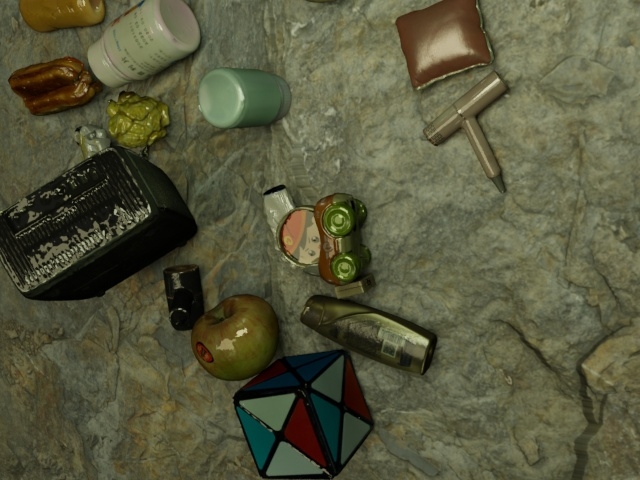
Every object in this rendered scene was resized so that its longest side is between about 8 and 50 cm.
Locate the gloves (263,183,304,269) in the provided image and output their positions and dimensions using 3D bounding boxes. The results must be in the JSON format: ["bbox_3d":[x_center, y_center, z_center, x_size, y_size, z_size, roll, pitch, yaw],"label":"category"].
[{"bbox_3d":[-0.080,-0.033,1.459,0.119,0.097,0.229,-14,91,34],"label":"gloves"}]

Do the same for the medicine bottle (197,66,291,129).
[{"bbox_3d":[-0.177,-0.343,1.356,0.139,0.225,0.139,8,107,27],"label":"medicine bottle"}]

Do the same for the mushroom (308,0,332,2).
[{"bbox_3d":[0.014,-0.642,1.177,0.234,0.254,0.260,5,147,35],"label":"mushroom"}]

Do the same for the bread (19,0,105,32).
[{"bbox_3d":[-0.774,-0.701,1.667,0.305,0.091,0.142,5,110,28],"label":"bread"}]

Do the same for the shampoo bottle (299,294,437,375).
[{"bbox_3d":[0.114,0.229,1.428,0.350,0.084,0.125,17,108,24],"label":"shampoo bottle"}]

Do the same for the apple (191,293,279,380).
[{"bbox_3d":[-0.227,0.263,1.531,0.261,0.261,0.194,-12,120,30],"label":"apple"}]

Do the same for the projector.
[{"bbox_3d":[-0.566,-0.027,1.469,0.395,0.405,0.242,-31,85,-1],"label":"projector"}]

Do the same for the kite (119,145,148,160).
[{"bbox_3d":[-0.576,-0.211,1.729,0.232,0.009,0.189,-32,86,29],"label":"kite"}]

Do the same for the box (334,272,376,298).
[{"bbox_3d":[0.090,0.114,1.414,0.083,0.079,0.035,-15,94,32],"label":"box"}]

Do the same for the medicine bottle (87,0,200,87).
[{"bbox_3d":[-0.477,-0.527,1.502,0.293,0.170,0.170,-15,95,29],"label":"medicine bottle"}]

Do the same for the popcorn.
[{"bbox_3d":[-0.528,-0.334,1.586,0.195,0.168,0.173,18,148,34],"label":"popcorn"}]

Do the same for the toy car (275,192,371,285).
[{"bbox_3d":[0.000,0.000,1.374,0.235,0.145,0.235,4,102,17],"label":"toy car"}]

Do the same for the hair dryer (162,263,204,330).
[{"bbox_3d":[-0.385,0.195,1.558,0.107,0.352,0.189,-7,102,-8],"label":"hair dryer"}]

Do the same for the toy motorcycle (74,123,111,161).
[{"bbox_3d":[-0.693,-0.278,1.739,0.151,0.074,0.228,-39,74,35],"label":"toy motorcycle"}]

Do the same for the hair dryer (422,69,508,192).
[{"bbox_3d":[0.360,-0.215,1.201,0.195,0.054,0.220,-40,83,29],"label":"hair dryer"}]

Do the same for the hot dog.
[{"bbox_3d":[-0.813,-0.479,1.726,0.349,0.117,0.158,-1,130,35],"label":"hot dog"}]

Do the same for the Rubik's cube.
[{"bbox_3d":[-0.042,0.451,1.473,0.248,0.246,0.250,-17,95,32],"label":"Rubik's cube"}]

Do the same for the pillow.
[{"bbox_3d":[0.260,-0.423,1.188,0.179,0.075,0.171,-15,90,28],"label":"pillow"}]
